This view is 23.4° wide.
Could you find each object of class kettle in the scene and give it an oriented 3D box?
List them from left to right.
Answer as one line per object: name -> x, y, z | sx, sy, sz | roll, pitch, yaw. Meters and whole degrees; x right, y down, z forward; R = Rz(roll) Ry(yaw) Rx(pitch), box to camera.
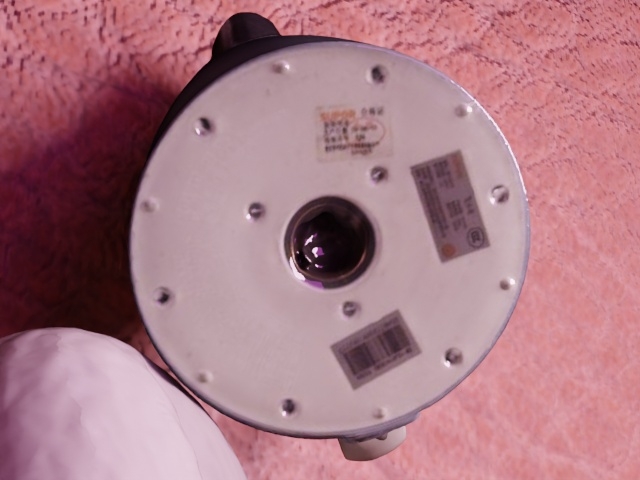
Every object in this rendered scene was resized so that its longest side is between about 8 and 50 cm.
kettle -> 0.000, 0.000, 0.723 | 0.160, 0.243, 0.211 | -21, 104, -2

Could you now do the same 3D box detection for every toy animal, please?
toy animal -> -0.084, 0.161, 0.597 | 0.206, 0.272, 0.265 | -22, 59, -5
